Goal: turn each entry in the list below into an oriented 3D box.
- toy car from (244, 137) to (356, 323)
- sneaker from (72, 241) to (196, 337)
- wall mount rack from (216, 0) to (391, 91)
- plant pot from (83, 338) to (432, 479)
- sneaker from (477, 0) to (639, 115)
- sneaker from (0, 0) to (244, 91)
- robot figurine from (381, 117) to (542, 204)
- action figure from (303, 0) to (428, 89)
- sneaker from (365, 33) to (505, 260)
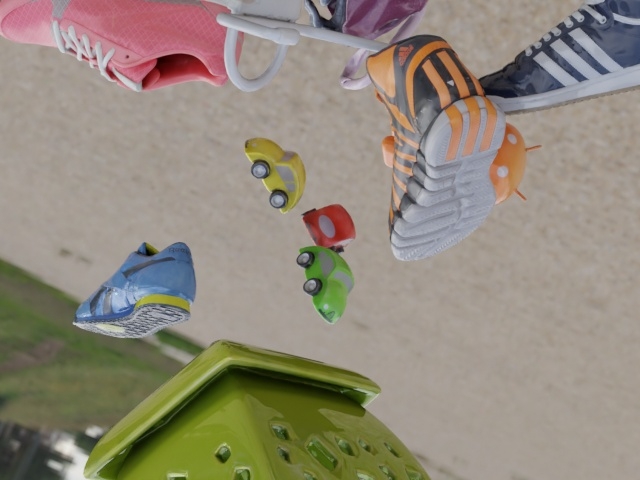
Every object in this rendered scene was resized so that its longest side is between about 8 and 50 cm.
[{"bbox_3d":[0.000,0.000,1.644,0.239,0.053,0.225,47,-160,-47],"label":"toy car"},{"bbox_3d":[-0.194,0.052,1.449,0.069,0.082,0.209,17,158,-32],"label":"sneaker"},{"bbox_3d":[0.026,-0.322,1.528,0.130,0.350,0.304,21,-165,32],"label":"wall mount rack"},{"bbox_3d":[-0.051,0.218,1.144,0.227,0.228,0.207,18,-139,-46],"label":"plant pot"},{"bbox_3d":[0.289,-0.237,1.564,0.282,0.153,0.099,-11,-165,16],"label":"sneaker"},{"bbox_3d":[-0.239,-0.240,1.599,0.314,0.136,0.116,1,155,4],"label":"sneaker"},{"bbox_3d":[0.200,-0.125,1.965,0.219,0.128,0.158,15,-148,12],"label":"robot figurine"},{"bbox_3d":[0.162,-0.388,1.861,0.275,0.370,0.248,68,171,-19],"label":"action figure"},{"bbox_3d":[0.124,-0.120,1.605,0.125,0.180,0.321,-14,150,-19],"label":"sneaker"}]
